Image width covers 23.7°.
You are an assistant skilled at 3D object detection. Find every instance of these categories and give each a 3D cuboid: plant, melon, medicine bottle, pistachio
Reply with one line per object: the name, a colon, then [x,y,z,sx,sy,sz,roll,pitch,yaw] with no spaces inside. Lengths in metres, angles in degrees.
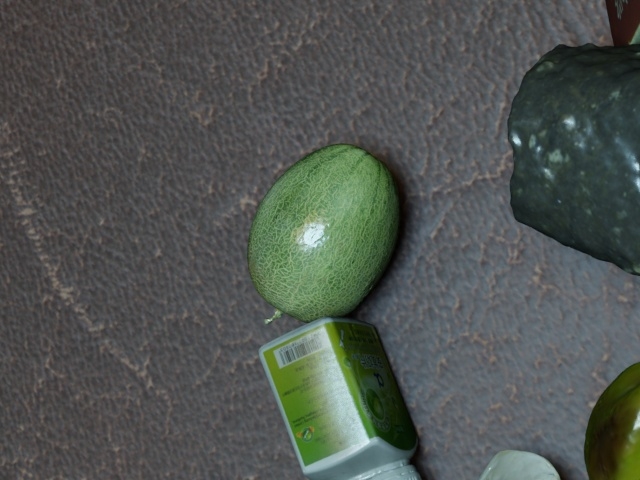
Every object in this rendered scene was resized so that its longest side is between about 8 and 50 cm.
plant: [0.306,-0.069,1.299,0.276,0.199,0.188,16,116,29]
melon: [0.000,0.000,1.459,0.139,0.139,0.192,31,94,23]
medicine bottle: [0.028,0.173,1.429,0.088,0.132,0.189,-26,75,17]
pistachio: [0.281,0.168,1.328,0.110,0.100,0.189,-120,41,-54]

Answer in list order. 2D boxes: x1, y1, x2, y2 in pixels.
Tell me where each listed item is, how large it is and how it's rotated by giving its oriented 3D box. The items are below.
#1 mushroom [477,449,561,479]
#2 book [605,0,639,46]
mushroom: [0.161,0.291,1.385,0.097,0.088,0.213,16,96,-9]
book: [0.266,-0.365,1.335,0.028,0.262,0.374,-5,80,1]
